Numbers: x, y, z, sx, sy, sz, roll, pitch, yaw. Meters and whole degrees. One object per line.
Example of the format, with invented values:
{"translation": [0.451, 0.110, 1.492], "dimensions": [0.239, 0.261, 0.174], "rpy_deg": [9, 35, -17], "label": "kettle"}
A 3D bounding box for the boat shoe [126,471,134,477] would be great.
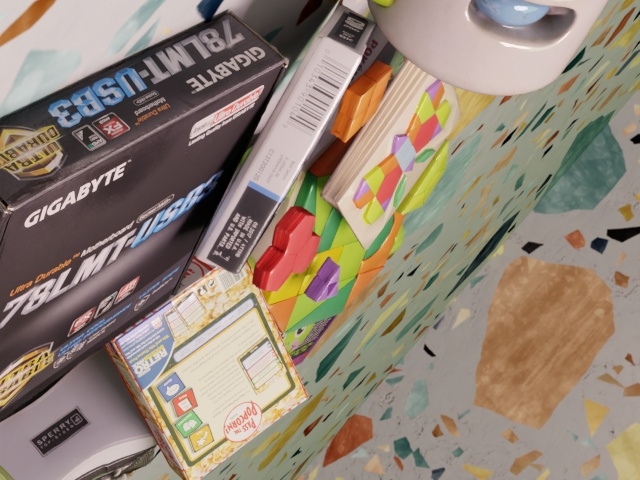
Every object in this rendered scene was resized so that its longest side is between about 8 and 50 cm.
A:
{"translation": [-0.236, 0.259, 1.728], "dimensions": [0.135, 0.045, 0.050], "rpy_deg": [-29, 157, -56], "label": "boat shoe"}

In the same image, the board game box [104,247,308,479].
{"translation": [-0.106, 0.112, 1.356], "dimensions": [0.147, 0.045, 0.193], "rpy_deg": [-35, 127, -19], "label": "board game box"}

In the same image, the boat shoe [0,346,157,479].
{"translation": [-0.229, 0.193, 1.414], "dimensions": [0.306, 0.113, 0.105], "rpy_deg": [-36, 169, -33], "label": "boat shoe"}

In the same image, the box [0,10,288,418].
{"translation": [-0.180, -0.002, 1.091], "dimensions": [0.295, 0.073, 0.293], "rpy_deg": [-36, 163, -46], "label": "box"}

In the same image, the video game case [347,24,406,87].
{"translation": [0.084, -0.192, 1.497], "dimensions": [0.183, 0.023, 0.201], "rpy_deg": [-53, 166, 22], "label": "video game case"}

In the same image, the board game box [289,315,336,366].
{"translation": [-0.066, 0.121, 1.884], "dimensions": [0.208, 0.056, 0.347], "rpy_deg": [-59, 164, 24], "label": "board game box"}

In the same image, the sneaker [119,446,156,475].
{"translation": [-0.189, 0.172, 1.545], "dimensions": [0.227, 0.087, 0.130], "rpy_deg": [-45, 169, 2], "label": "sneaker"}

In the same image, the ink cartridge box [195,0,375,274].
{"translation": [-0.022, -0.092, 1.210], "dimensions": [0.206, 0.045, 0.208], "rpy_deg": [-60, -176, 19], "label": "ink cartridge box"}

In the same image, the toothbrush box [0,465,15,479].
{"translation": [-0.282, 0.293, 1.140], "dimensions": [0.206, 0.283, 0.122], "rpy_deg": [-45, 168, -13], "label": "toothbrush box"}

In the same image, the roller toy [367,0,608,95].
{"translation": [0.146, -0.231, 1.207], "dimensions": [0.209, 0.191, 0.146], "rpy_deg": [-36, 162, -43], "label": "roller toy"}

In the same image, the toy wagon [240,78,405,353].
{"translation": [0.000, 0.000, 1.486], "dimensions": [0.267, 0.068, 0.344], "rpy_deg": [-17, 135, -50], "label": "toy wagon"}

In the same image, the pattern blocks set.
{"translation": [0.069, -0.084, 1.366], "dimensions": [0.325, 0.026, 0.285], "rpy_deg": [-60, 159, 6], "label": "pattern blocks set"}
